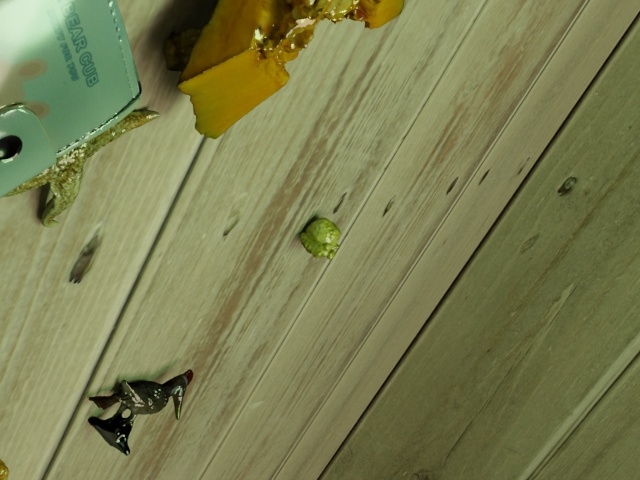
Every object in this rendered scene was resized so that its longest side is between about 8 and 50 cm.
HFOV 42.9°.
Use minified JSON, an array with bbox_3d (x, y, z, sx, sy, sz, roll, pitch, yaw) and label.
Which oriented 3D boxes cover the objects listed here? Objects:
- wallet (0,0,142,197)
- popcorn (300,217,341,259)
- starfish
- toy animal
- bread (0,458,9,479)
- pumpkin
[{"bbox_3d":[-0.247,-0.110,0.562,0.250,0.075,0.176,-41,145,-26],"label":"wallet"},{"bbox_3d":[-0.002,-0.002,1.340,0.083,0.060,0.068,-53,145,-47],"label":"popcorn"},{"bbox_3d":[-0.223,-0.089,0.729,0.217,0.050,0.223,-41,165,-46],"label":"starfish"},{"bbox_3d":[-0.258,0.236,1.200,0.202,0.070,0.105,-19,124,-50],"label":"toy animal"},{"bbox_3d":[-0.426,0.308,0.987,0.110,0.044,0.083,-54,162,1],"label":"bread"},{"bbox_3d":[-0.048,-0.221,0.773,0.248,0.126,0.131,-32,169,4],"label":"pumpkin"}]
